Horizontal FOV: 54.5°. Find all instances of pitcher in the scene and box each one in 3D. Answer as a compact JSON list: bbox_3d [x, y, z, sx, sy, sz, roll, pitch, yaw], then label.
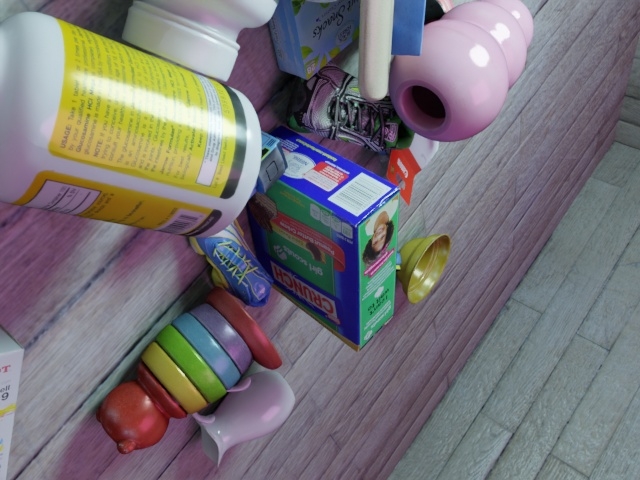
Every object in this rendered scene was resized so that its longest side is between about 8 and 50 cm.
[{"bbox_3d":[-0.164,0.344,1.295,0.207,0.125,0.178,-30,124,-26],"label":"pitcher"}]

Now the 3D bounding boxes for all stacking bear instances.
[{"bbox_3d":[-0.235,0.227,1.041,0.289,0.175,0.164,-41,148,-18],"label":"stacking bear"}]

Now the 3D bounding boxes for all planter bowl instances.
[{"bbox_3d":[0.271,0.061,1.746,0.217,0.090,0.217,-38,144,-35],"label":"planter bowl"}]

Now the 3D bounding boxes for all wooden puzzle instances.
[{"bbox_3d":[0.123,-0.412,0.901,0.348,0.080,0.322,-70,164,-53],"label":"wooden puzzle"}]

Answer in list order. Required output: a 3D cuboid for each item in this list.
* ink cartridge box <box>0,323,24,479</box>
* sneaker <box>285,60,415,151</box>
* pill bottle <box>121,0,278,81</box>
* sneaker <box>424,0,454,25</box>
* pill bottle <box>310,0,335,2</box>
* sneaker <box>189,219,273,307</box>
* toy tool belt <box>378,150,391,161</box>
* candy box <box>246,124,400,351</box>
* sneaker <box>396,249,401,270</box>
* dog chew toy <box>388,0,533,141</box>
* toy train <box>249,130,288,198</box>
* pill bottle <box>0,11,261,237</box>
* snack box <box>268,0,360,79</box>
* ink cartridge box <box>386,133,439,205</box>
[{"bbox_3d":[-0.456,0.211,0.734,0.154,0.093,0.213,-9,121,-54],"label":"ink cartridge box"},{"bbox_3d":[0.067,-0.234,1.117,0.343,0.146,0.134,-6,120,-55],"label":"sneaker"},{"bbox_3d":[-0.111,-0.354,0.703,0.176,0.176,0.319,5,110,-59],"label":"pill bottle"},{"bbox_3d":[0.274,-0.380,1.292,0.136,0.115,0.314,-55,133,-42],"label":"sneaker"},{"bbox_3d":[0.007,-0.435,0.813,0.121,0.121,0.216,14,83,-60],"label":"pill bottle"},{"bbox_3d":[-0.136,0.029,1.044,0.091,0.126,0.240,-48,149,-23],"label":"sneaker"},{"bbox_3d":[0.151,-0.208,1.361,0.083,0.051,0.052,60,27,-58],"label":"toy tool belt"},{"bbox_3d":[0.000,0.000,1.087,0.122,0.268,0.317,-39,144,-28],"label":"candy box"},{"bbox_3d":[0.127,0.035,1.541,0.209,0.069,0.082,6,77,-50],"label":"sneaker"},{"bbox_3d":[0.268,-0.324,1.107,0.332,0.206,0.207,-47,148,-29],"label":"dog chew toy"},{"bbox_3d":[-0.136,-0.091,0.906,0.184,0.105,0.080,-49,148,-22],"label":"toy train"},{"bbox_3d":[-0.242,-0.118,0.650,0.333,0.188,0.188,13,105,-43],"label":"pill bottle"},{"bbox_3d":[0.007,-0.384,0.971,0.207,0.070,0.175,-45,147,-25],"label":"snack box"},{"bbox_3d":[0.213,-0.215,1.378,0.189,0.066,0.233,38,56,-61],"label":"ink cartridge box"}]
